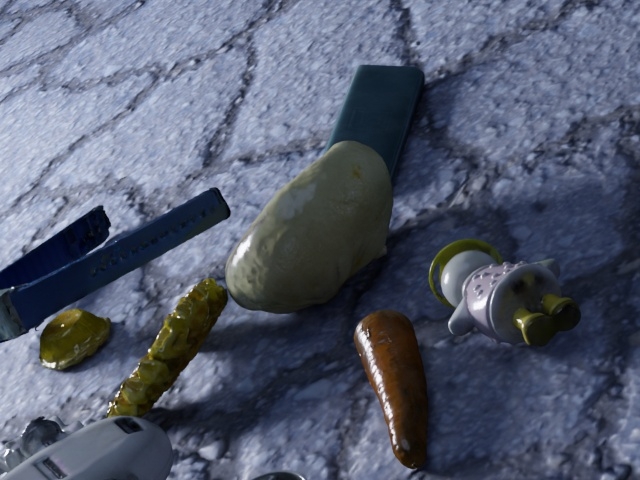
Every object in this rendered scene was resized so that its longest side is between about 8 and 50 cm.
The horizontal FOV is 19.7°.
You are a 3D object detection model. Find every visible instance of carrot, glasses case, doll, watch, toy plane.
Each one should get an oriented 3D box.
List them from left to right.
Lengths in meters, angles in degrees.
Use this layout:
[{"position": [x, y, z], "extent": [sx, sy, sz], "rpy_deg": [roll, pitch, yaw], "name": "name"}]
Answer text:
[{"position": [-0.250, 0.259, 1.773], "extent": [0.252, 0.118, 0.252], "rpy_deg": [-12, 35, 9], "name": "toy plane"}, {"position": [-0.281, 0.032, 2.224], "extent": [0.274, 0.068, 0.276], "rpy_deg": [-34, 16, -36], "name": "watch"}, {"position": [0.054, -0.132, 2.234], "extent": [0.105, 0.056, 0.266], "rpy_deg": [-18, 29, 24], "name": "glasses case"}, {"position": [0.074, 0.145, 1.732], "extent": [0.061, 0.061, 0.209], "rpy_deg": [-26, 31, 8], "name": "carrot"}, {"position": [0.168, 0.050, 1.768], "extent": [0.129, 0.081, 0.207], "rpy_deg": [-29, 23, -16], "name": "doll"}]

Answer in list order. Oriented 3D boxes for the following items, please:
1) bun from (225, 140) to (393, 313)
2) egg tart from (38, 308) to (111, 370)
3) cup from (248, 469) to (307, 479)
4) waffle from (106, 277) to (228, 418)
[{"position": [0.000, 0.000, 1.988], "extent": [0.222, 0.127, 0.222], "rpy_deg": [-50, -4, -4], "name": "bun"}, {"position": [-0.296, 0.112, 2.179], "extent": [0.105, 0.039, 0.105], "rpy_deg": [-26, 26, 14], "name": "egg tart"}, {"position": [-0.040, 0.278, 1.515], "extent": [0.136, 0.133, 0.099], "rpy_deg": [-36, 28, -12], "name": "cup"}, {"position": [-0.162, 0.121, 1.983], "extent": [0.194, 0.051, 0.149], "rpy_deg": [-58, 3, -33], "name": "waffle"}]
